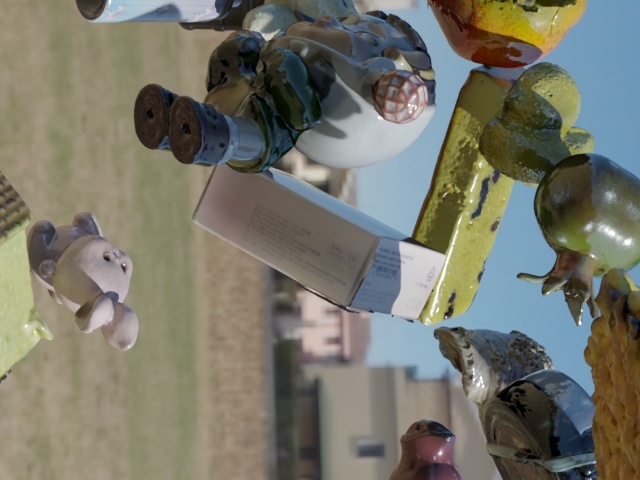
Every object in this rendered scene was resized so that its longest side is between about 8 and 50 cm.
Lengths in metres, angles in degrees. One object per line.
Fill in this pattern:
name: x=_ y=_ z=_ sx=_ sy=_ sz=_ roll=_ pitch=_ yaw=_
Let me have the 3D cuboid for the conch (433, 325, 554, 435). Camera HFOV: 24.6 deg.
conch: x=0.247 y=0.197 z=2.112 sx=0.178 sy=0.245 sz=0.163 roll=0 pitch=-128 yaw=58

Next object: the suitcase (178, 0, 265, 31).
suitcase: x=-0.127 y=-0.438 z=2.089 sx=0.066 sy=0.206 sz=0.286 roll=-43 pitch=133 yaw=-54

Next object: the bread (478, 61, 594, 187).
bread: x=0.288 y=-0.133 z=1.794 sx=0.065 sy=0.187 sz=0.149 roll=31 pitch=-81 yaw=52

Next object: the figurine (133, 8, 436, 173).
figurine: x=-0.018 y=-0.146 z=1.516 sx=0.281 sy=0.370 sz=0.167 roll=21 pitch=-64 yaw=40

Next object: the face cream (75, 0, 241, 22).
face cream: x=-0.192 y=-0.308 z=1.824 sx=0.075 sy=0.229 sz=0.075 roll=9 pitch=-78 yaw=46

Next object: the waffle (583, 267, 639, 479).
waffle: x=0.273 y=0.192 z=1.200 sx=0.329 sy=0.062 sz=0.329 roll=173 pitch=-90 yaw=-88

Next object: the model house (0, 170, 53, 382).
model house: x=-0.504 y=0.030 z=1.687 sx=0.261 sy=0.321 sz=0.266 roll=-46 pitch=144 yaw=-57

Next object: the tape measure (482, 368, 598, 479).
tape measure: x=0.255 y=0.230 z=1.569 sx=0.182 sy=0.107 sz=0.181 roll=39 pitch=-32 yaw=56

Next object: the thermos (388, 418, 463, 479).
thermos: x=0.139 y=0.405 z=1.971 sx=0.136 sy=0.109 sz=0.330 roll=11 pitch=82 yaw=-83

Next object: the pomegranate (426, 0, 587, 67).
pomegranate: x=0.239 y=-0.319 z=1.844 sx=0.235 sy=0.210 sz=0.210 roll=-153 pitch=-120 yaw=-74

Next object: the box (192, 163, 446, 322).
box: x=0.000 y=0.000 z=1.805 sx=0.203 sy=0.251 sz=0.106 roll=13 pitch=103 yaw=-61

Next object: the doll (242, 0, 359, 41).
doll: x=-0.027 y=-0.234 z=1.897 sx=0.175 sy=0.149 sz=0.278 roll=104 pitch=8 yaw=-63

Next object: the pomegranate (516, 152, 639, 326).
pomegranate: x=0.305 y=-0.001 z=1.683 sx=0.131 sy=0.152 sz=0.191 roll=-11 pitch=-125 yaw=56

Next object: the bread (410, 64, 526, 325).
bread: x=0.202 y=-0.065 z=1.990 sx=0.138 sy=0.077 sz=0.361 roll=-10 pitch=121 yaw=-57

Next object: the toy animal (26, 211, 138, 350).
toy animal: x=-0.273 y=0.047 z=1.793 sx=0.212 sy=0.124 sz=0.124 roll=35 pitch=-44 yaw=44
